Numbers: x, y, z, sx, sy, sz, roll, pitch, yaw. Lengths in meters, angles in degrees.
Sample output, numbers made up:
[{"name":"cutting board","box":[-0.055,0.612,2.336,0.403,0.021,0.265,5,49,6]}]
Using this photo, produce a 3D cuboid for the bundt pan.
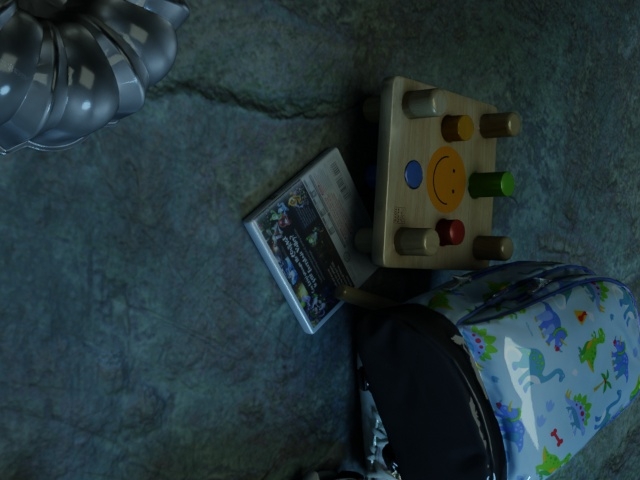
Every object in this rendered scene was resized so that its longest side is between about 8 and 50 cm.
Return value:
[{"name":"bundt pan","box":[-0.264,-0.244,0.727,0.331,0.124,0.331,-6,99,-39]}]

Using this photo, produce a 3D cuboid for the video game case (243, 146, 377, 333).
[{"name":"video game case","box":[0.000,0.000,1.045,0.173,0.022,0.190,-43,121,-29]}]

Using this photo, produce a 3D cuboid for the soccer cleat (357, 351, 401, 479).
[{"name":"soccer cleat","box":[0.113,0.287,1.100,0.143,0.116,0.331,-41,122,-46]}]

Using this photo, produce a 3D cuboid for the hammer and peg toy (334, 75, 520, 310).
[{"name":"hammer and peg toy","box":[0.162,-0.031,1.088,0.266,0.127,0.361,5,88,-45]}]

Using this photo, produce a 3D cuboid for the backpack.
[{"name":"backpack","box":[0.255,0.163,1.014,0.355,0.273,0.290,-21,95,-50]}]

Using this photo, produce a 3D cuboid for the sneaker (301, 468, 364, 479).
[{"name":"sneaker","box":[0.040,0.397,1.083,0.229,0.086,0.132,50,62,-31]}]
